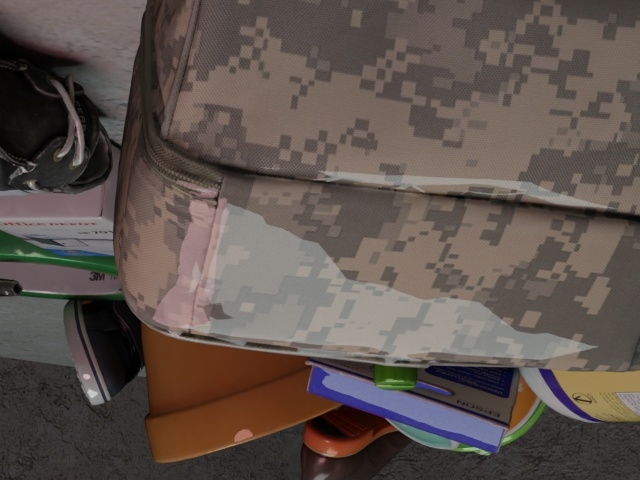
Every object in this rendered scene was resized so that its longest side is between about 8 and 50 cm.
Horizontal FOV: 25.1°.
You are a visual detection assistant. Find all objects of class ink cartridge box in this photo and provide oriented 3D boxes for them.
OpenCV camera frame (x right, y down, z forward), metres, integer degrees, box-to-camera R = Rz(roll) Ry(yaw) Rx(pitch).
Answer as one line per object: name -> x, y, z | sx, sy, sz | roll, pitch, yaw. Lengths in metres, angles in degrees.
ink cartridge box -> -0.241, -0.039, 1.449 | 0.140, 0.082, 0.191 | 0, 170, 16
ink cartridge box -> 0.095, 0.112, 1.327 | 0.176, 0.069, 0.371 | 18, -169, 7

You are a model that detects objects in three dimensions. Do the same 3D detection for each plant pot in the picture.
plant pot -> -0.112, 0.148, 1.883 | 0.291, 0.203, 0.291 | -18, 180, 0

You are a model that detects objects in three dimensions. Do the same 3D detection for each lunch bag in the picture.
lunch bag -> 0.062, -0.094, 0.700 | 0.305, 0.212, 0.256 | 7, 124, -10

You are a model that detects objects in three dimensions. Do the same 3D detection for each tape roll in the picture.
tape roll -> -0.338, 0.012, 1.745 | 0.321, 0.077, 0.321 | 3, 169, 1

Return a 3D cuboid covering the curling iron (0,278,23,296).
curling iron -> -0.436, 0.054, 1.698 | 0.274, 0.035, 0.068 | -6, 158, 44

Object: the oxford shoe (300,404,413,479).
oxford shoe -> 0.058, 0.265, 1.904 | 0.097, 0.098, 0.271 | 26, -160, 33

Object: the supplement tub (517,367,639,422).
supplement tub -> 0.346, 0.035, 1.230 | 0.331, 0.241, 0.241 | -8, 164, 44

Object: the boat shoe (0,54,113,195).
boat shoe -> -0.233, -0.097, 1.129 | 0.119, 0.121, 0.335 | -5, 179, 1

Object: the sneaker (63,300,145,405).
sneaker -> -0.274, 0.112, 1.955 | 0.127, 0.126, 0.321 | -18, -159, -2

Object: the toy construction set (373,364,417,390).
toy construction set -> 0.010, -0.013, 1.098 | 0.309, 0.237, 0.257 | 6, 169, -9

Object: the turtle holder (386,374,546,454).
turtle holder -> 0.142, 0.110, 1.793 | 0.243, 0.320, 0.227 | -34, 157, 14
